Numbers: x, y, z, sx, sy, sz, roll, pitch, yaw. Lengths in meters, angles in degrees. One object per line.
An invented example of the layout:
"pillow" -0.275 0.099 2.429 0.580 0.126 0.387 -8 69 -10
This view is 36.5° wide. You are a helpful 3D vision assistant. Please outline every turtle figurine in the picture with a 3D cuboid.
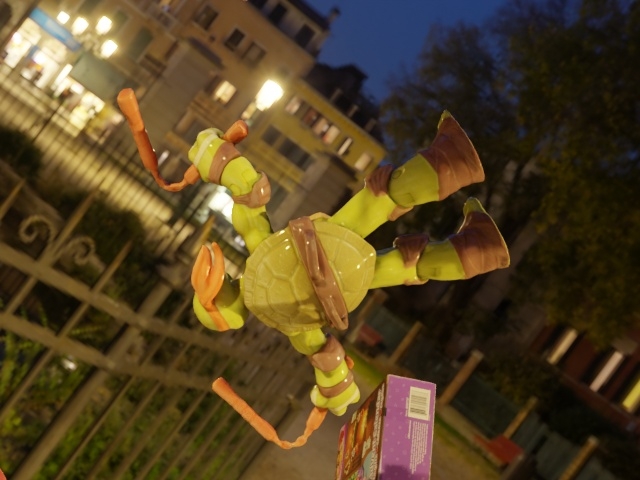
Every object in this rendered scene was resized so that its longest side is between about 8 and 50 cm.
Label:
"turtle figurine" 0.000 0.000 0.618 0.087 0.217 0.270 -119 -174 -74

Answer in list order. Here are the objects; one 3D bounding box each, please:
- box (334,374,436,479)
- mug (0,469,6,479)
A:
"box" 0.053 0.311 1.005 0.057 0.293 0.201 13 -30 -8
"mug" -0.341 0.224 0.791 0.150 0.113 0.169 14 -14 29
